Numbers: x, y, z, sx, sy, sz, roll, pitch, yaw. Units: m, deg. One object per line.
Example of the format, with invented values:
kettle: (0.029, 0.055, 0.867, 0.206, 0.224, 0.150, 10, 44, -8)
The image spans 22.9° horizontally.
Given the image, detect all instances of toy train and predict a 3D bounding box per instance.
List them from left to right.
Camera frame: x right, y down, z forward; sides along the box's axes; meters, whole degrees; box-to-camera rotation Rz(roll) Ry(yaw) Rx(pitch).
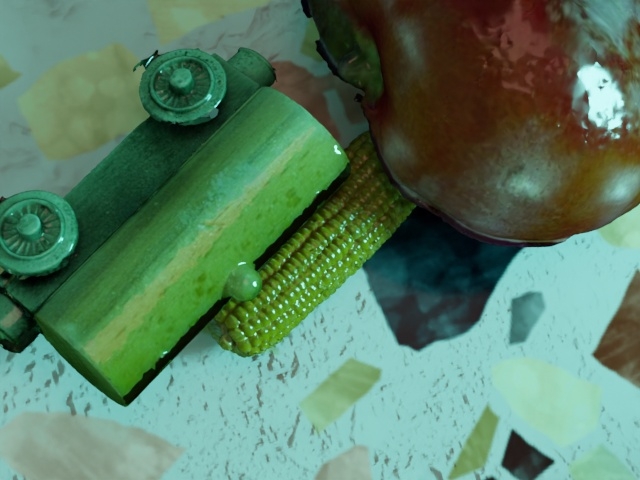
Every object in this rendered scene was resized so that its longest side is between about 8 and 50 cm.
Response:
toy train: (-0.115, -0.011, 1.206, 0.189, 0.126, 0.307, 39, 72, 13)

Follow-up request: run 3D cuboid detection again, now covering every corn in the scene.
corn: (0.000, 0.000, 1.255, 0.080, 0.080, 0.238, 43, 77, 3)

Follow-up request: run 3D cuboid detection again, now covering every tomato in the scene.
tomato: (0.163, -0.178, 1.244, 0.290, 0.176, 0.335, -9, 64, -28)
